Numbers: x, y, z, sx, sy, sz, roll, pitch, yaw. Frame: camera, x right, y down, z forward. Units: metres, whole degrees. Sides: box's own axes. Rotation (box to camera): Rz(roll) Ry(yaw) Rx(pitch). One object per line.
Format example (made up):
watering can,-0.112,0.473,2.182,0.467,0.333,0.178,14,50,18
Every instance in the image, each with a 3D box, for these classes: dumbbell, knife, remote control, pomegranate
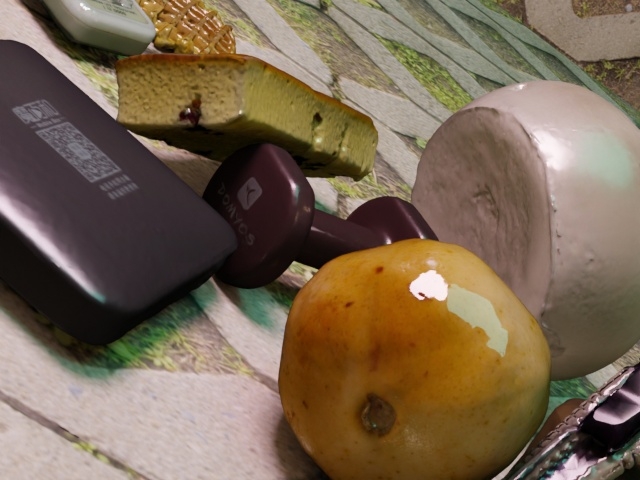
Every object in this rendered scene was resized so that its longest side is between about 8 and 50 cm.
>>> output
dumbbell,0.000,0.000,1.358,0.225,0.124,0.140,19,27,-43
knife,0.177,0.188,1.061,0.089,0.365,0.043,35,-30,41
remote control,-0.313,-0.325,1.579,0.128,0.065,0.335,12,33,-55
pomegranate,0.070,0.105,1.134,0.233,0.233,0.233,34,21,-15

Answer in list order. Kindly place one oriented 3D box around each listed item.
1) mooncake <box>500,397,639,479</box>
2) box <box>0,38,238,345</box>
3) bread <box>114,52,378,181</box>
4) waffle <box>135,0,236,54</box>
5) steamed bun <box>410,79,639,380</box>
mooncake,0.274,0.280,1.198,0.290,0.161,0.290,34,19,-13
box,-0.219,-0.048,1.154,0.289,0.073,0.290,41,20,3
bread,-0.061,-0.118,1.424,0.138,0.077,0.361,0,-6,23
waffle,-0.172,-0.272,1.752,0.191,0.038,0.191,33,22,-15
steamed bun,0.249,-0.011,1.528,0.206,0.324,0.324,-1,40,-29
